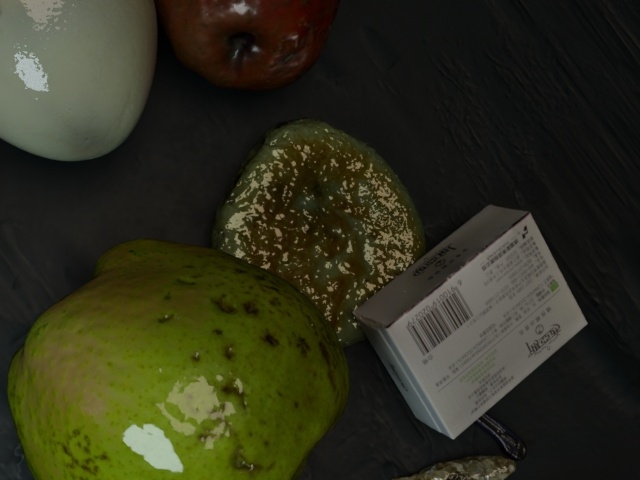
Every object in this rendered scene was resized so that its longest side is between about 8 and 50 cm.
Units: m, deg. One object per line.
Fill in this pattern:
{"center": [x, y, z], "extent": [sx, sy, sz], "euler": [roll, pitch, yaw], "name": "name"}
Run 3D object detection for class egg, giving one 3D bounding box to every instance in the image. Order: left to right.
{"center": [-0.336, -0.262, 1.234], "extent": [0.283, 0.283, 0.345], "euler": [-18, 90, -15], "name": "egg"}

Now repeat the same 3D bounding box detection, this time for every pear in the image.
{"center": [-0.172, 0.180, 1.176], "extent": [0.391, 0.391, 0.391], "euler": [2, 81, -13], "name": "pear"}

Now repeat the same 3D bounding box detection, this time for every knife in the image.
{"center": [0.241, 0.265, 1.430], "extent": [0.121, 0.018, 0.031], "euler": [38, 74, -4], "name": "knife"}

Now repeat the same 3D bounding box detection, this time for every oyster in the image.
{"center": [0.166, 0.333, 1.379], "extent": [0.200, 0.061, 0.106], "euler": [-42, 92, -15], "name": "oyster"}

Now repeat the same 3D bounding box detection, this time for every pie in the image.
{"center": [0.000, 0.000, 1.386], "extent": [0.323, 0.070, 0.323], "euler": [2, 84, -18], "name": "pie"}

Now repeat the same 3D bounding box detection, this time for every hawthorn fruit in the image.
{"center": [-0.088, -0.327, 1.316], "extent": [0.258, 0.258, 0.262], "euler": [33, 104, -7], "name": "hawthorn fruit"}

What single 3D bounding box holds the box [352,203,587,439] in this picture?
{"center": [0.203, 0.105, 1.370], "extent": [0.260, 0.111, 0.194], "euler": [-37, 111, -18], "name": "box"}
